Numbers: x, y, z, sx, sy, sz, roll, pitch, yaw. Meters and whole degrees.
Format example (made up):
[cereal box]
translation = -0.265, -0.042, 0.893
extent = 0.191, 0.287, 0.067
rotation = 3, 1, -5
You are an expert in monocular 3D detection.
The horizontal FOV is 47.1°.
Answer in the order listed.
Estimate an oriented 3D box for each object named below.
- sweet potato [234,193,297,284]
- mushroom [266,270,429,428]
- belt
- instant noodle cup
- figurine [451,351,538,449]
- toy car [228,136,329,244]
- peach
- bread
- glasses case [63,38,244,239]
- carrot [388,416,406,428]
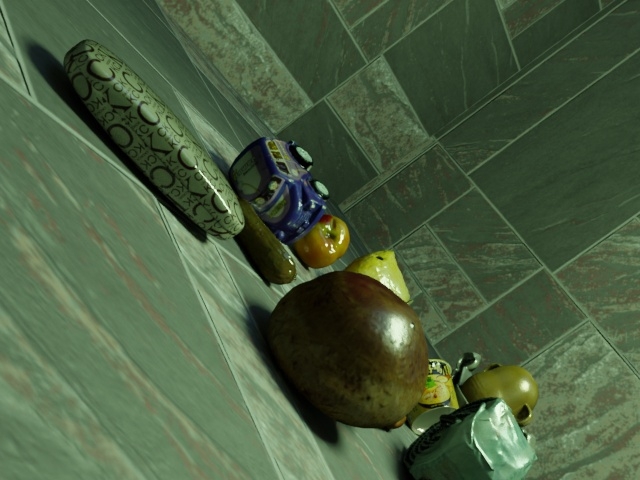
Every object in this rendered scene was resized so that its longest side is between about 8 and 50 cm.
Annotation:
[sweet potato]
translation = -0.120, -0.011, 1.340
extent = 0.233, 0.062, 0.081
rotation = 53, -10, 27
[mushroom]
translation = 0.059, 0.160, 1.102
extent = 0.263, 0.195, 0.283
rotation = 51, 3, 40
[belt]
translation = 0.257, 0.381, 1.296
extent = 0.150, 0.207, 0.257
rotation = 53, -11, 5
[instant noodle cup]
translation = 0.238, 0.356, 1.646
extent = 0.151, 0.151, 0.122
rotation = 47, 21, -45
[figurine]
translation = 0.385, 0.404, 1.748
extent = 0.167, 0.285, 0.342
rotation = 43, 10, -51
[toy car]
translation = -0.101, -0.114, 1.643
extent = 0.158, 0.172, 0.235
rotation = 18, 35, -51
[peach]
translation = 0.000, 0.000, 1.800
extent = 0.138, 0.138, 0.138
rotation = 53, 6, -8
[bread]
translation = 0.128, 0.121, 1.842
extent = 0.170, 0.197, 0.197
rotation = 60, 7, 10
[glasses case]
translation = -0.234, -0.140, 1.074
extent = 0.354, 0.085, 0.137
rotation = 51, 8, -29
[carrot]
translation = 0.122, 0.317, 1.356
extent = 0.059, 0.059, 0.248
rotation = 57, 5, 30
